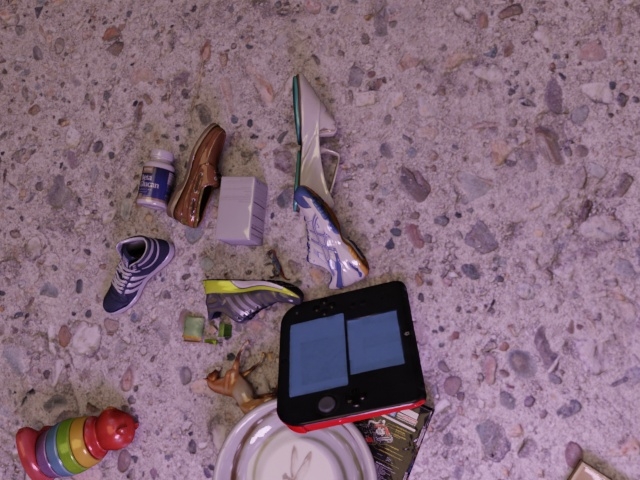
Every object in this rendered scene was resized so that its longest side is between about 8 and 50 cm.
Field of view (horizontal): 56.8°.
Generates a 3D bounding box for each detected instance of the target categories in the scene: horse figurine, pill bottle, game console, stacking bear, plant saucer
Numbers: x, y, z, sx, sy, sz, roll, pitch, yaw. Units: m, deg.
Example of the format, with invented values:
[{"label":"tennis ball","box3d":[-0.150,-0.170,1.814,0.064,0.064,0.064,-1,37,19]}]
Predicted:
[{"label":"horse figurine","box3d":[-0.183,0.397,1.587,0.263,0.066,0.174,41,87,21]},{"label":"pill bottle","box3d":[-0.487,-0.183,1.765,0.094,0.094,0.169,6,81,17]},{"label":"game console","box3d":[0.062,0.268,1.433,0.342,0.060,0.386,-18,37,13]},{"label":"stacking bear","box3d":[-0.657,0.555,1.651,0.289,0.175,0.164,-20,73,4]},{"label":"plant saucer","box3d":[-0.055,0.577,1.404,0.401,0.100,0.400,-5,70,15]}]

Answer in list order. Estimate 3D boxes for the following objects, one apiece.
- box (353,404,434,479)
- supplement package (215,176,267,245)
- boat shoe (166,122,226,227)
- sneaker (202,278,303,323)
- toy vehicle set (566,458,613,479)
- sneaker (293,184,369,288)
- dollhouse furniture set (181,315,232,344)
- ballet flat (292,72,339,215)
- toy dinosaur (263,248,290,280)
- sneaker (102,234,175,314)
[{"label":"box","box3d":[0.089,0.478,1.489,0.322,0.079,0.257,20,84,18]},{"label":"supplement package","box3d":[-0.220,-0.081,1.665,0.105,0.105,0.179,2,80,15]},{"label":"boat shoe","box3d":[-0.332,-0.184,1.724,0.104,0.111,0.307,26,98,15]},{"label":"sneaker","box3d":[-0.184,0.167,1.619,0.300,0.111,0.121,-1,86,23]},{"label":"toy vehicle set","box3d":[0.594,0.656,1.333,0.166,0.035,0.266,33,90,19]},{"label":"sneaker","box3d":[0.000,0.000,1.546,0.131,0.112,0.296,-32,97,15]},{"label":"dollhouse furniture set","box3d":[-0.328,0.252,1.658,0.152,0.058,0.076,2,80,16]},{"label":"ballet flat","box3d":[-0.013,-0.264,1.643,0.139,0.139,0.400,-3,83,15]},{"label":"toy dinosaur","box3d":[-0.127,0.066,1.657,0.047,0.090,0.082,-32,43,48]},{"label":"sneaker","box3d":[-0.558,0.095,1.703,0.282,0.153,0.099,-47,71,3]}]
